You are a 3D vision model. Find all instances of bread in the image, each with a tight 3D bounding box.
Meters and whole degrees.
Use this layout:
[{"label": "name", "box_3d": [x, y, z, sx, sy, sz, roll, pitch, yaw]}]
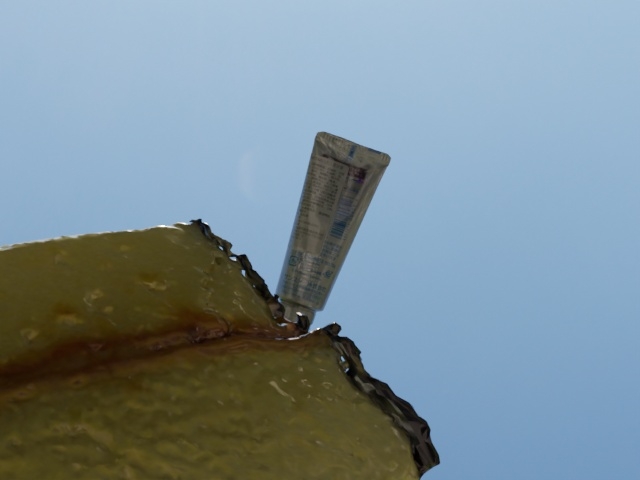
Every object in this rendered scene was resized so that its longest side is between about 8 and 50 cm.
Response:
[{"label": "bread", "box_3d": [-0.181, 0.151, 0.758, 0.405, 0.242, 0.345, -12, -130, -22]}]

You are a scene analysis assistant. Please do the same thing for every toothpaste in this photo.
[{"label": "toothpaste", "box_3d": [0.000, 0.000, 1.390, 0.114, 0.073, 0.299, 20, -91, -3]}]
